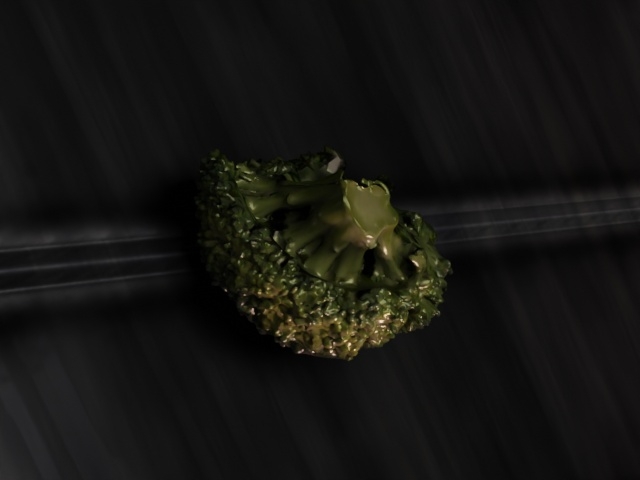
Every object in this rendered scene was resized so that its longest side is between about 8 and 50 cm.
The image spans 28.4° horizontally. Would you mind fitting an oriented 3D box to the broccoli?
[{"bbox_3d":[-0.003,0.000,1.145,0.198,0.176,0.226,-53,126,-45],"label":"broccoli"}]
